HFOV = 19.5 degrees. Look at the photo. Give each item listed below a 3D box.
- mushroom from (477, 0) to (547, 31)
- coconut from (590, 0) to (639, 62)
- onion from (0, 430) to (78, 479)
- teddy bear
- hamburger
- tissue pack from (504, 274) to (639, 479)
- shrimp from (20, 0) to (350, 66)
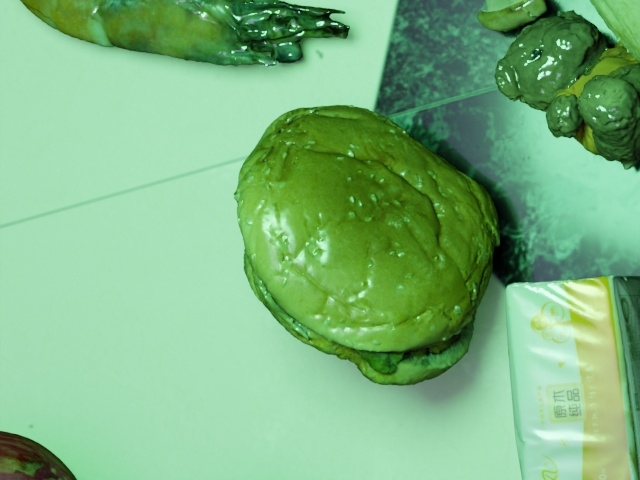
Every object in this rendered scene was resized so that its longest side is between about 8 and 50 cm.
[{"bbox_3d":[0.172,-0.325,1.885,0.116,0.093,0.225,-32,87,39],"label":"mushroom"},{"bbox_3d":[0.404,-0.298,1.629,0.404,0.404,0.405,0,89,20],"label":"coconut"},{"bbox_3d":[-0.346,0.373,1.944,0.353,0.353,0.354,0,89,20],"label":"onion"},{"bbox_3d":[0.270,-0.154,1.828,0.190,0.140,0.177,37,60,26],"label":"teddy bear"},{"bbox_3d":[0.048,-0.007,1.836,0.285,0.265,0.134,29,129,-4],"label":"hamburger"},{"bbox_3d":[0.257,0.149,1.790,0.124,0.185,0.225,-7,86,21],"label":"tissue pack"},{"bbox_3d":[-0.151,-0.319,2.012,0.445,0.085,0.272,23,92,24],"label":"shrimp"}]
